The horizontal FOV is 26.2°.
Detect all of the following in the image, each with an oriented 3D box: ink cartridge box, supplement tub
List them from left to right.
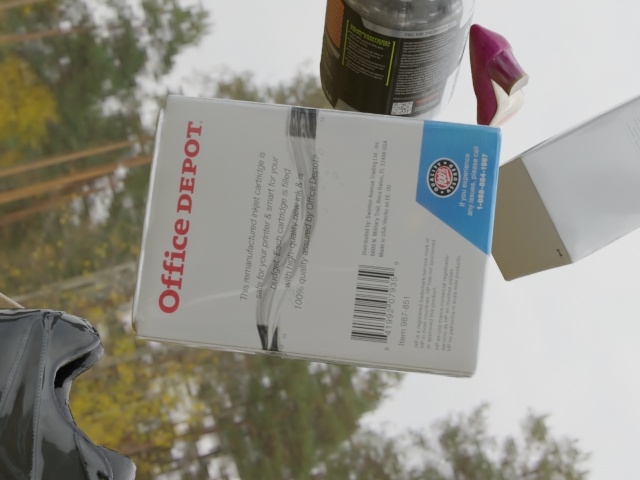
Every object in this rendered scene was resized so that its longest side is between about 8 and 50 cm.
[{"bbox_3d":[0.000,0.000,1.265,0.129,0.307,0.223,67,30,-82],"label":"ink cartridge box"},{"bbox_3d":[0.102,-0.299,1.798,0.316,0.194,0.193,98,-27,-60],"label":"supplement tub"}]

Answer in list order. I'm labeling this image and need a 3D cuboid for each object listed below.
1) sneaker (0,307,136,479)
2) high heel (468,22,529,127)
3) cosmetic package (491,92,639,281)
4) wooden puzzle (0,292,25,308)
[{"bbox_3d":[-0.163,0.167,0.749,0.109,0.130,0.286,119,-35,-74],"label":"sneaker"},{"bbox_3d":[0.263,-0.251,2.183,0.117,0.082,0.244,53,-7,13],"label":"high heel"},{"bbox_3d":[0.314,-0.067,1.606,0.138,0.225,0.224,62,-14,1],"label":"cosmetic package"},{"bbox_3d":[-0.409,0.118,1.318,0.239,0.221,0.044,32,-11,3],"label":"wooden puzzle"}]
